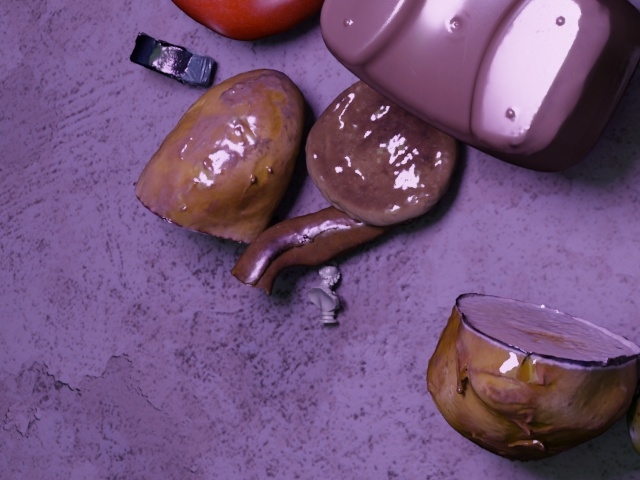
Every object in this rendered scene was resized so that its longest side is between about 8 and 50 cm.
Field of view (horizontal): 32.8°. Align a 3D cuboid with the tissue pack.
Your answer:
[{"bbox_3d":[0.220,-0.266,1.421,0.387,0.277,0.267,33,110,25],"label":"tissue pack"}]

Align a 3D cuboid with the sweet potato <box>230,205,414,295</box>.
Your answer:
[{"bbox_3d":[0.002,0.005,1.624,0.286,0.085,0.112,-17,41,5],"label":"sweet potato"}]

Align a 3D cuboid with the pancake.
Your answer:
[{"bbox_3d":[0.086,-0.137,1.581,0.242,0.050,0.241,-6,69,15],"label":"pancake"}]

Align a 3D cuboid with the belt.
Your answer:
[{"bbox_3d":[-0.243,-0.293,1.774,0.140,0.105,0.058,20,98,10],"label":"belt"}]

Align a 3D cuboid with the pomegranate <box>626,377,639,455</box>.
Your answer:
[{"bbox_3d":[0.484,0.225,1.333,0.210,0.180,0.180,27,102,-7],"label":"pomegranate"}]

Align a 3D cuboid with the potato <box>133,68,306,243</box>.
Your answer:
[{"bbox_3d":[-0.129,-0.143,1.656,0.229,0.229,0.266,33,101,26],"label":"potato"}]

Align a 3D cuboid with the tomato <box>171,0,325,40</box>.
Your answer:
[{"bbox_3d":[-0.120,-0.476,1.624,0.341,0.273,0.341,-2,87,29],"label":"tomato"}]

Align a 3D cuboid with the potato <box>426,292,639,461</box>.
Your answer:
[{"bbox_3d":[0.265,0.195,1.382,0.247,0.299,0.196,8,98,-3],"label":"potato"}]

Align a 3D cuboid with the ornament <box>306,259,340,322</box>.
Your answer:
[{"bbox_3d":[0.009,0.081,1.657,0.068,0.041,0.092,39,119,47],"label":"ornament"}]
